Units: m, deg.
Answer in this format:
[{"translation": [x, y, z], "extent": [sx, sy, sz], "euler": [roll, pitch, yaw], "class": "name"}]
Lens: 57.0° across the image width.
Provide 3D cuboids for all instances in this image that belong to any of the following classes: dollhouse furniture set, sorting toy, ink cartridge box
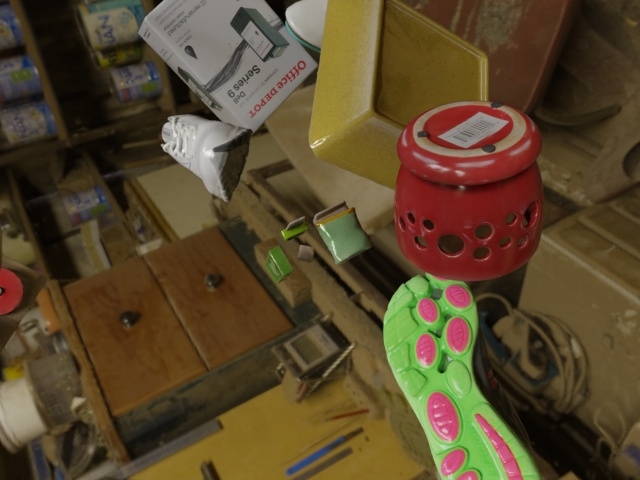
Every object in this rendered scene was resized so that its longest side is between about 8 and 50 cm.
[{"translation": [0.000, 0.000, 0.778], "extent": [0.076, 0.152, 0.058], "euler": [60, 161, 8], "class": "dollhouse furniture set"}, {"translation": [-0.688, 0.114, 1.078], "extent": [0.257, 0.255, 0.089], "euler": [33, 159, -20], "class": "sorting toy"}, {"translation": [-0.178, -0.382, 1.179], "extent": [0.289, 0.211, 0.121], "euler": [45, 168, -20], "class": "ink cartridge box"}]

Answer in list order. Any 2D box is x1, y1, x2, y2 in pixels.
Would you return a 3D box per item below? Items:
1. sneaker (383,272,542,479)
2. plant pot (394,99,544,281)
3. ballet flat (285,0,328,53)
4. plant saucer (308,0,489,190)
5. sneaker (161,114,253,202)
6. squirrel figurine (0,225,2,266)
[{"translation": [0.238, 0.269, 1.035], "extent": [0.202, 0.185, 0.482], "euler": [56, -161, -54], "class": "sneaker"}, {"translation": [0.185, -0.072, 0.750], "extent": [0.191, 0.191, 0.174], "euler": [42, 153, 47], "class": "plant pot"}, {"translation": [0.101, -0.440, 1.217], "extent": [0.139, 0.400, 0.139], "euler": [-1, 88, 44], "class": "ballet flat"}, {"translation": [0.157, -0.235, 0.937], "extent": [0.081, 0.333, 0.332], "euler": [-29, 49, 53], "class": "plant saucer"}, {"translation": [-0.176, -0.133, 0.876], "extent": [0.297, 0.130, 0.110], "euler": [-142, 72, -74], "class": "sneaker"}, {"translation": [-0.219, -0.044, 0.067], "extent": [0.397, 0.281, 0.370], "euler": [-122, 35, -46], "class": "squirrel figurine"}]
